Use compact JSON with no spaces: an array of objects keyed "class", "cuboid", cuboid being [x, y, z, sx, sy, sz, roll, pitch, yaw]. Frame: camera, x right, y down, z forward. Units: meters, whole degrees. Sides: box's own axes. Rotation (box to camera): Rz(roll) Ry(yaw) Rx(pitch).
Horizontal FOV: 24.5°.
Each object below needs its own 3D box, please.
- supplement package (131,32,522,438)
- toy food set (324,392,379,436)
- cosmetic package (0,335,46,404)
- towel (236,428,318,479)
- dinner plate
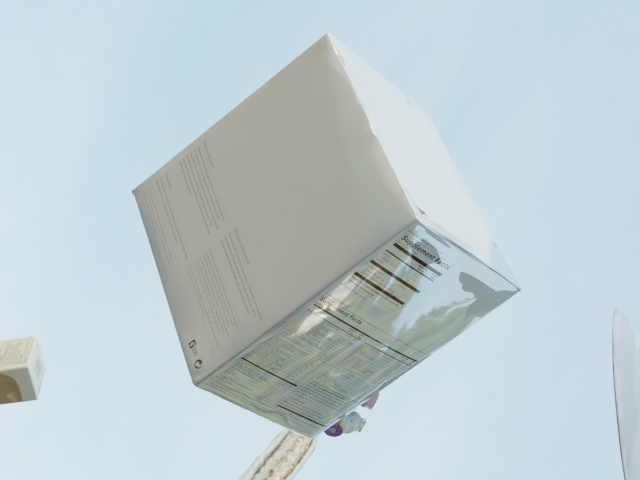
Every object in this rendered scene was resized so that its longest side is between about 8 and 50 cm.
[{"class":"supplement package","cuboid":[0.000,0.000,1.093,0.203,0.149,0.194,-37,-129,18]},{"class":"toy food set","cuboid":[0.038,0.185,1.641,0.019,0.122,0.078,30,-81,26]},{"class":"cosmetic package","cuboid":[-0.329,0.131,1.425,0.115,0.060,0.041,-7,-62,4]},{"class":"towel","cuboid":[-0.111,0.304,1.494,0.049,0.282,0.187,42,-58,2]},{"class":"dinner plate","cuboid":[0.214,0.115,1.003,0.017,0.141,0.141,-5,-82,17]}]
